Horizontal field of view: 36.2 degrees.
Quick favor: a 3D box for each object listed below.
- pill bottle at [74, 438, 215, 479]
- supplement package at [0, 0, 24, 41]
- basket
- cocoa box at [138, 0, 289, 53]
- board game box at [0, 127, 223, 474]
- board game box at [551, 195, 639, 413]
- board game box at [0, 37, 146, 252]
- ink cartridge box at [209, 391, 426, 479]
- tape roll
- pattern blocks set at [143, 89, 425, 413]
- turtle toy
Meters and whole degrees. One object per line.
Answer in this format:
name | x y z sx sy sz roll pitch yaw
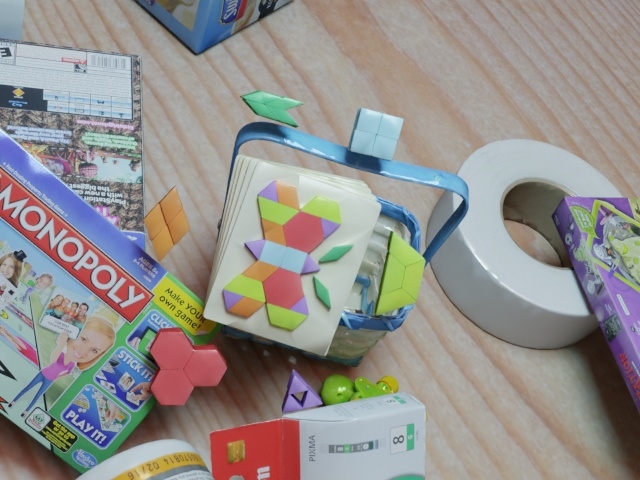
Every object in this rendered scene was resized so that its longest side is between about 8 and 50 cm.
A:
pill bottle | -0.117 0.327 0.851 0.162 0.162 0.278 -20 60 -30
supplement package | -0.484 -0.330 1.208 0.198 0.199 0.263 -3 59 -23
basket | 0.000 0.000 1.104 0.254 0.289 0.201 17 52 -9
cocoa box | -0.199 -0.489 1.404 0.347 0.231 0.228 42 54 11
board game box | -0.282 0.060 0.980 0.317 0.046 0.213 42 83 -17
board game box | 0.442 0.091 1.220 0.208 0.056 0.347 3 51 -23
board game box | -0.328 -0.075 1.127 0.232 0.141 0.291 4 56 -18
ink cartridge box | 0.003 0.264 1.008 0.224 0.056 0.181 -7 104 -27
tape roll | 0.293 0.002 1.334 0.286 0.100 0.286 10 54 -14
pattern blocks set | -0.035 0.016 0.983 0.285 0.026 0.325 4 98 -8
turtle toy | 0.055 0.201 1.127 0.130 0.066 0.095 46 36 16
